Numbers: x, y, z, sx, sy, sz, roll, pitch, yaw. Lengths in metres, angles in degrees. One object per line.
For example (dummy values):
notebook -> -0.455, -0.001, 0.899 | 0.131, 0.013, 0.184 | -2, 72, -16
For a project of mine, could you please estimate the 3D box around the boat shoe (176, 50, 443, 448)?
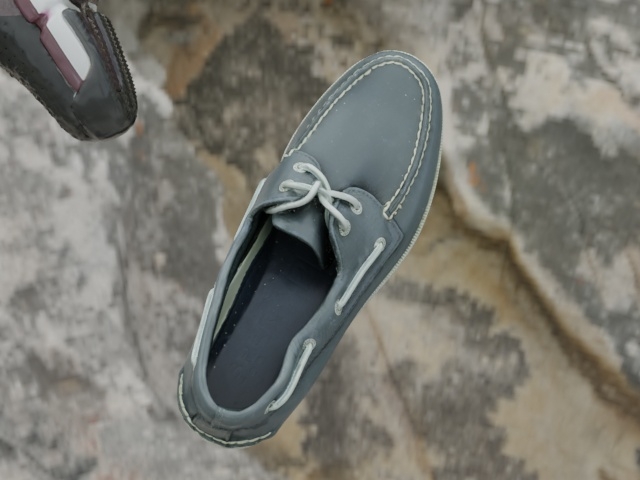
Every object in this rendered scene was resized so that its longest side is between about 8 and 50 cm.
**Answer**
boat shoe -> 0.000, 0.000, 1.189 | 0.116, 0.099, 0.319 | 29, 80, 3

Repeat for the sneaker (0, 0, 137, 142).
sneaker -> -0.224, -0.139, 0.880 | 0.162, 0.106, 0.281 | -34, 84, 5
